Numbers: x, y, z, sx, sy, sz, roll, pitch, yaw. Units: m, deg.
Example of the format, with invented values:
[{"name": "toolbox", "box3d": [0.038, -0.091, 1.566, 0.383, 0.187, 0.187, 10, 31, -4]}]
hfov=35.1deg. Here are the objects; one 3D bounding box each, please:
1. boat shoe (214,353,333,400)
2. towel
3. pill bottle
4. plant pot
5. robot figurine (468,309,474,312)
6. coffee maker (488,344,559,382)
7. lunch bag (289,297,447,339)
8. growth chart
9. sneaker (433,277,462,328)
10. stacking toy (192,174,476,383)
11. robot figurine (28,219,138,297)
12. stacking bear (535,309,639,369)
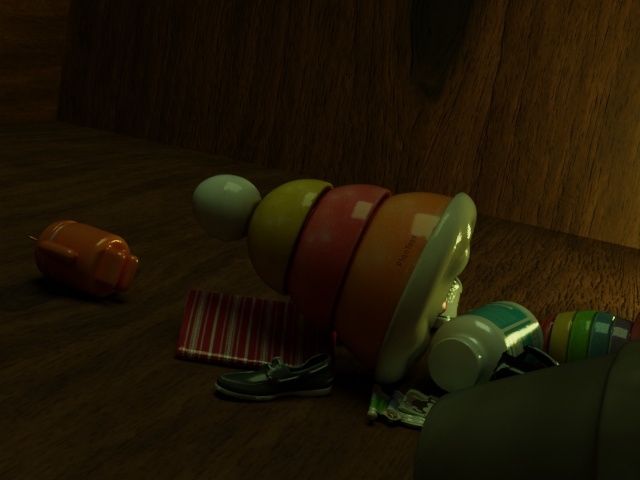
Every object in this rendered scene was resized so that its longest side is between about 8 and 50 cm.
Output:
[{"name": "boat shoe", "box3d": [-0.070, 0.208, 1.590, 0.206, 0.065, 0.075, 3, 14, -32]}, {"name": "towel", "box3d": [-0.105, 0.164, 1.761, 0.274, 0.031, 0.199, 8, 29, -4]}, {"name": "pill bottle", "box3d": [0.282, 0.193, 1.767, 0.146, 0.146, 0.264, 17, 13, 29]}, {"name": "plant pot", "box3d": [0.265, 0.265, 1.111, 0.280, 0.323, 0.323, -1, 5, 29]}, {"name": "robot figurine", "box3d": [0.322, 0.188, 2.021, 0.101, 0.067, 0.115, 39, 14, 3]}, {"name": "coffee maker", "box3d": [0.341, 0.262, 1.560, 0.178, 0.120, 0.171, 22, 36, 15]}, {"name": "lunch bag", "box3d": [0.088, 0.088, 2.050, 0.293, 0.120, 0.258, -16, 29, -33]}, {"name": "growth chart", "box3d": [0.187, 0.273, 1.614, 0.237, 0.021, 0.172, 11, 11, -1]}, {"name": "sneaker", "box3d": [0.257, 0.126, 2.198, 0.094, 0.091, 0.258, 12, 12, 7]}, {"name": "stacking toy", "box3d": [0.000, 0.000, 1.745, 0.479, 0.351, 0.350, 25, 15, 12]}, {"name": "robot figurine", "box3d": [-0.455, 0.034, 1.947, 0.219, 0.128, 0.158, 17, 34, 27]}, {"name": "stacking bear", "box3d": [0.470, 0.201, 1.897, 0.289, 0.175, 0.164, 6, 13, 24]}]
